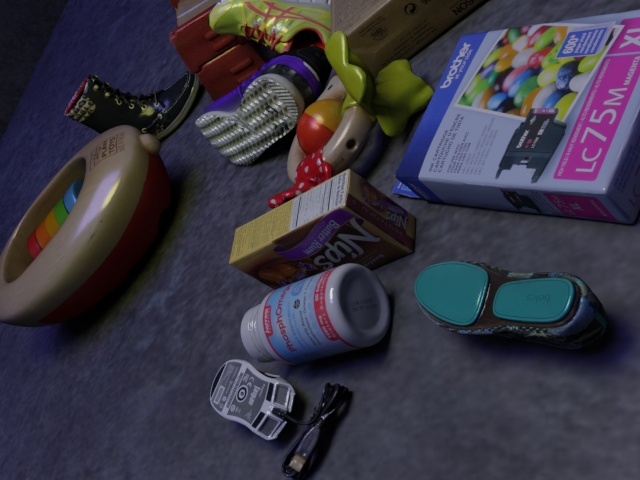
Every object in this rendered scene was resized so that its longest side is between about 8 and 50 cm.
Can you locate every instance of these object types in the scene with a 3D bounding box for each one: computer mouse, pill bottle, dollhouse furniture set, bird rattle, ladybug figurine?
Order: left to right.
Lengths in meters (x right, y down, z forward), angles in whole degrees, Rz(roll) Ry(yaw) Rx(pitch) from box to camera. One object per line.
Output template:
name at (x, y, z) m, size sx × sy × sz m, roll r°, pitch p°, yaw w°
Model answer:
ladybug figurine at (-0.409, -0.011, 1.341) m, size 0.449 × 0.162 × 0.305 m, roll -42°, pitch 37°, yaw 23°
computer mouse at (-0.052, 0.179, 0.830) m, size 0.193 × 0.042 × 0.106 m, roll 16°, pitch 80°, yaw 50°
dollhouse furniture set at (-0.071, -0.416, 1.297) m, size 0.374 × 0.152 × 0.201 m, roll -27°, pitch 40°, yaw 12°
pill bottle at (-0.011, 0.084, 0.810) m, size 0.160 × 0.087 × 0.087 m, roll -23°, pitch 46°, yaw 42°
bird rattle at (0.022, -0.121, 0.954) m, size 0.254 × 0.143 × 0.207 m, roll -66°, pitch 20°, yaw 9°

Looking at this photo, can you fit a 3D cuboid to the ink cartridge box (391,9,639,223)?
ink cartridge box at (0.192, -0.123, 0.749) m, size 0.311 × 0.065 × 0.186 m, roll 11°, pitch 71°, yaw 57°

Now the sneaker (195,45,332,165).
sneaker at (-0.075, -0.210, 1.145) m, size 0.146 × 0.102 × 0.293 m, roll -52°, pitch 20°, yaw -27°

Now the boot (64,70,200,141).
boot at (-0.365, -0.272, 1.488) m, size 0.236 × 0.178 × 0.085 m, roll -41°, pitch 36°, yaw 25°

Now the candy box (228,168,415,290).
candy box at (0.000, 0.000, 0.848) m, size 0.186 × 0.109 × 0.053 m, roll -24°, pitch 46°, yaw 39°

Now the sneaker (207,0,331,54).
sneaker at (-0.069, -0.322, 1.159) m, size 0.081 × 0.208 × 0.094 m, roll 87°, pitch -177°, yaw -72°

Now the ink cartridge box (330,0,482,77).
ink cartridge box at (0.122, -0.349, 1.002) m, size 0.234 × 0.088 × 0.193 m, roll -32°, pitch 39°, yaw 34°

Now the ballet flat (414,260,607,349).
ballet flat at (0.156, 0.057, 0.640) m, size 0.188 × 0.070 × 0.070 m, roll 10°, pitch 70°, yaw 59°
